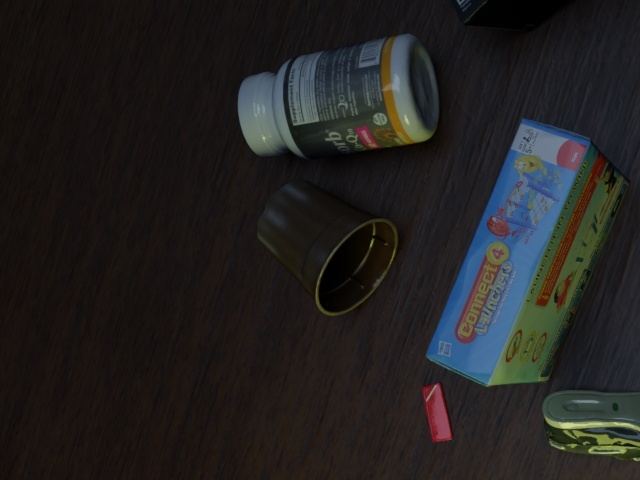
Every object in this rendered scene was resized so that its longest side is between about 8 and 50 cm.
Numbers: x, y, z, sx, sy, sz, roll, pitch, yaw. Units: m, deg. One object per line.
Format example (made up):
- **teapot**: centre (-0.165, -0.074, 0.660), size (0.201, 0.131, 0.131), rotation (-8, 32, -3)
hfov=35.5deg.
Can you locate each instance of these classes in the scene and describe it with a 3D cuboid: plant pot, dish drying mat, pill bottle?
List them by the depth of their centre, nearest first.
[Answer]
- **dish drying mat**: centre (0.171, 0.253, 1.466), size (0.032, 0.008, 0.083), rotation (-16, 77, 22)
- **plant pot**: centre (0.000, 0.000, 1.503), size (0.165, 0.167, 0.167), rotation (36, 100, 32)
- **pill bottle**: centre (0.027, -0.209, 1.508), size (0.278, 0.162, 0.162), rotation (-7, 80, 25)

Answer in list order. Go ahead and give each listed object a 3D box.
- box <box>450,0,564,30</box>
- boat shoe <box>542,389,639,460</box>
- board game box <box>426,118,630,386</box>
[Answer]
- **box**: centre (0.278, -0.496, 1.363), size (0.296, 0.182, 0.294), rotation (-40, 67, 41)
- **boat shoe**: centre (0.415, 0.251, 1.323), size (0.233, 0.084, 0.079), rotation (1, 122, 19)
- **board game box**: centre (0.277, 0.028, 1.278), size (0.086, 0.302, 0.308), rotation (24, 94, 26)
